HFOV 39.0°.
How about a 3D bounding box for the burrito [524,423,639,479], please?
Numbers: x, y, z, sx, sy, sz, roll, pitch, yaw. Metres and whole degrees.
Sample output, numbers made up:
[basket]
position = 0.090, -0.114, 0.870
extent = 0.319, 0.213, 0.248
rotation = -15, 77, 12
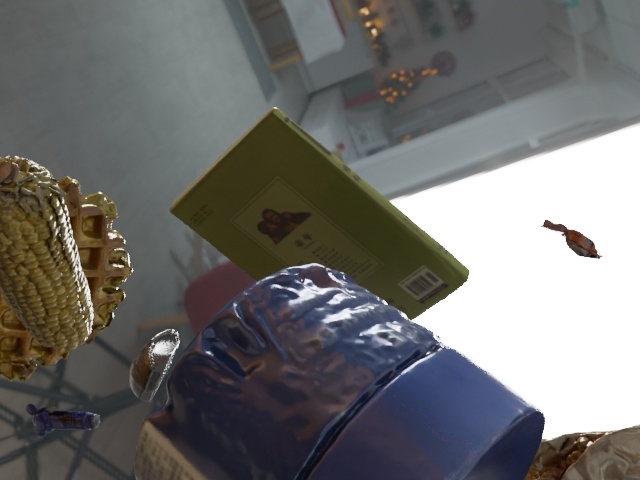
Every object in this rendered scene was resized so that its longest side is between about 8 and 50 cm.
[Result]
[burrito]
position = 0.402, 0.245, 0.988
extent = 0.076, 0.392, 0.117
rotation = -115, -157, -74

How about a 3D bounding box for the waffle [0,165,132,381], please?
[waffle]
position = -0.432, 0.056, 1.390
extent = 0.068, 0.325, 0.302
rotation = 27, -25, 50

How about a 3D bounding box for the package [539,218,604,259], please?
[package]
position = 0.391, -0.002, 1.399
extent = 0.111, 0.033, 0.077
rotation = 36, 15, 14

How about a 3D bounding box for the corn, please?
[corn]
position = -0.346, 0.022, 1.089
extent = 0.317, 0.115, 0.115
rotation = 91, -9, -48

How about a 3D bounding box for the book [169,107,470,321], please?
[book]
position = 0.000, 0.000, 1.215
extent = 0.352, 0.239, 0.035
rotation = 40, 39, -16

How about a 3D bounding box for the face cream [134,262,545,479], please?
[face cream]
position = 0.012, 0.168, 0.699
extent = 0.225, 0.249, 0.249
rotation = 33, -5, 26

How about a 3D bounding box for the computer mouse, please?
[computer mouse]
position = -0.302, 0.220, 1.619
extent = 0.062, 0.105, 0.192
rotation = 24, 17, -5

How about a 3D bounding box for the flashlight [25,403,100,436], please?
[flashlight]
position = -0.375, 0.261, 1.324
extent = 0.035, 0.121, 0.057
rotation = -49, 130, -59
